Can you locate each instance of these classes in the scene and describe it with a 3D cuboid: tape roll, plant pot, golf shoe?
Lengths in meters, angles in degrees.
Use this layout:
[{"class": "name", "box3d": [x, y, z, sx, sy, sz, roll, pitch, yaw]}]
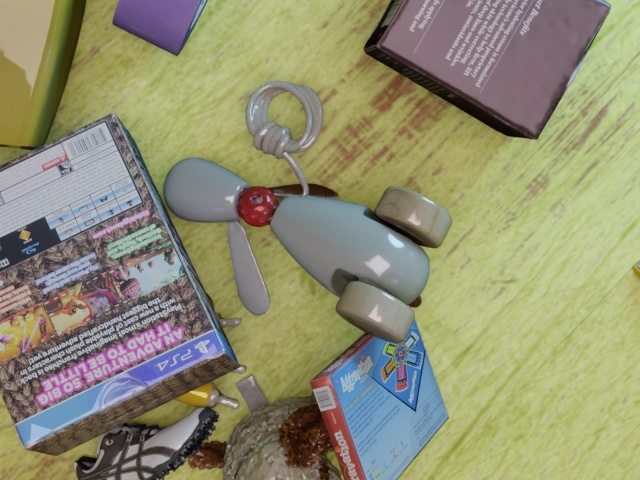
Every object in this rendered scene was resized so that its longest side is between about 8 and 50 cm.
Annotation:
[{"class": "tape roll", "box3d": [-0.148, -0.299, 1.704, 0.080, 0.189, 0.189, 27, 93, -5]}, {"class": "plant pot", "box3d": [-0.366, -0.194, 1.683, 0.212, 0.212, 0.187, 3, 92, -4]}, {"class": "golf shoe", "box3d": [-0.203, 0.235, 1.786, 0.198, 0.077, 0.094, -40, 83, 19]}]

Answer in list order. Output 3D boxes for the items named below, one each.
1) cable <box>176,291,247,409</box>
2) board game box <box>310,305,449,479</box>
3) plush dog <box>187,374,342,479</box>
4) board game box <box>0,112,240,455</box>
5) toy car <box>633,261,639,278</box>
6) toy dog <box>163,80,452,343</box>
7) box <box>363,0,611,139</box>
[{"class": "cable", "box3d": [-0.226, 0.119, 1.794, 0.287, 0.072, 0.139, 2, 84, -3]}, {"class": "board game box", "box3d": [0.069, 0.174, 1.721, 0.027, 0.281, 0.145, -16, 97, 23]}, {"class": "plush dog", "box3d": [-0.042, 0.265, 1.741, 0.211, 0.225, 0.262, 10, 95, -4]}, {"class": "board game box", "box3d": [-0.256, 0.051, 1.713, 0.232, 0.141, 0.291, -25, 79, -1]}, {"class": "toy car", "box3d": [0.408, -0.006, 1.833, 0.122, 0.060, 0.040, -40, 64, -6]}, {"class": "toy dog", "box3d": [0.000, 0.000, 1.758, 0.220, 0.161, 0.334, -43, 64, -7]}, {"class": "box", "box3d": [0.178, -0.231, 1.741, 0.203, 0.167, 0.168, 30, 92, -6]}]
